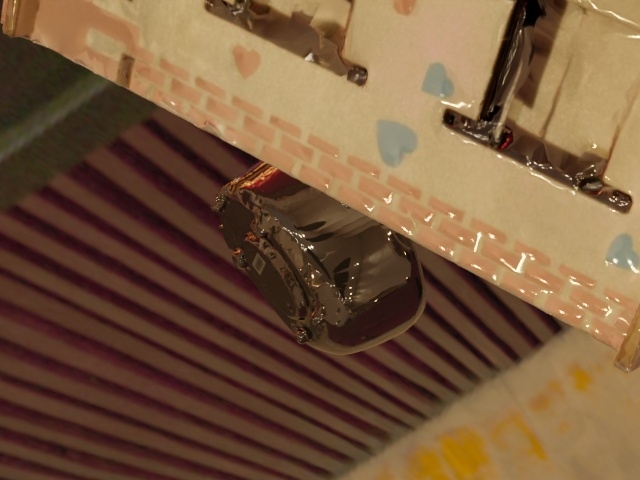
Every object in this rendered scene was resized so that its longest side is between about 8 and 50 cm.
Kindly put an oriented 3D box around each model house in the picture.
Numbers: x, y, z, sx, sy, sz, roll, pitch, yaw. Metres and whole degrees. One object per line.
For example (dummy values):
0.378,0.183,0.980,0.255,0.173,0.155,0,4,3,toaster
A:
0.061,-0.135,0.556,0.326,0.169,0.244,29,123,24,model house

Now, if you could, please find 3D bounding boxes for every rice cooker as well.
0.000,-0.001,1.282,0.118,0.142,0.203,-32,77,-23,rice cooker
